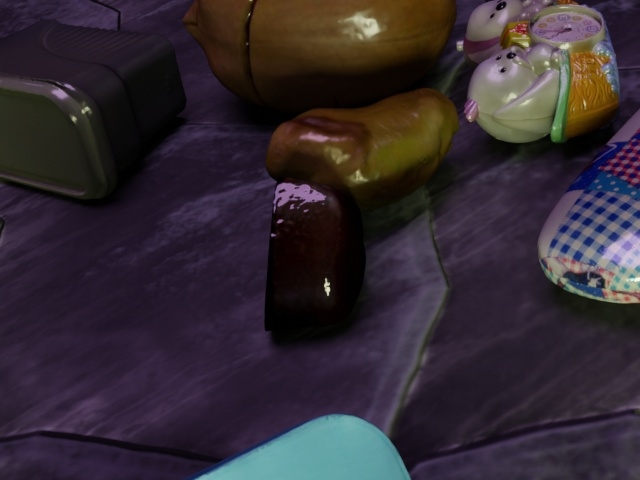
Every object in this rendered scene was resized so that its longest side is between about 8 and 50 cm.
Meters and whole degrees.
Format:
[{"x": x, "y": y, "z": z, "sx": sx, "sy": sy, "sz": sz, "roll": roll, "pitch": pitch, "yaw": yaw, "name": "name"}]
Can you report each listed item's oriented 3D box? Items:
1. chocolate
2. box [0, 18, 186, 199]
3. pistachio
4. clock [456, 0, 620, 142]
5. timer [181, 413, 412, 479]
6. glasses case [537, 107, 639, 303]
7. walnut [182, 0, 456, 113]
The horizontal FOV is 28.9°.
[{"x": 0.000, "y": 0.000, "z": 1.040, "sx": 0.080, "sy": 0.125, "sz": 0.149, "roll": 6, "pitch": 33, "yaw": 3, "name": "chocolate"}, {"x": -0.282, "y": -0.157, "z": 1.351, "sx": 0.274, "sy": 0.138, "sz": 0.178, "roll": 14, "pitch": 40, "yaw": 36, "name": "box"}, {"x": 0.042, "y": -0.074, "z": 1.124, "sx": 0.189, "sy": 0.110, "sz": 0.100, "roll": -18, "pitch": 63, "yaw": -23, "name": "pistachio"}, {"x": 0.205, "y": -0.167, "z": 1.189, "sx": 0.144, "sy": 0.103, "sz": 0.231, "roll": -3, "pitch": 37, "yaw": 5, "name": "clock"}, {"x": -0.039, "y": 0.236, "z": 0.643, "sx": 0.250, "sy": 0.232, "sz": 0.091, "roll": -22, "pitch": -5, "yaw": -22, "name": "timer"}, {"x": 0.299, "y": -0.059, "z": 1.022, "sx": 0.125, "sy": 0.076, "sz": 0.327, "roll": 15, "pitch": 45, "yaw": 40, "name": "glasses case"}, {"x": -0.006, "y": -0.228, "z": 1.292, "sx": 0.297, "sy": 0.203, "sz": 0.203, "roll": -2, "pitch": 37, "yaw": 22, "name": "walnut"}]
